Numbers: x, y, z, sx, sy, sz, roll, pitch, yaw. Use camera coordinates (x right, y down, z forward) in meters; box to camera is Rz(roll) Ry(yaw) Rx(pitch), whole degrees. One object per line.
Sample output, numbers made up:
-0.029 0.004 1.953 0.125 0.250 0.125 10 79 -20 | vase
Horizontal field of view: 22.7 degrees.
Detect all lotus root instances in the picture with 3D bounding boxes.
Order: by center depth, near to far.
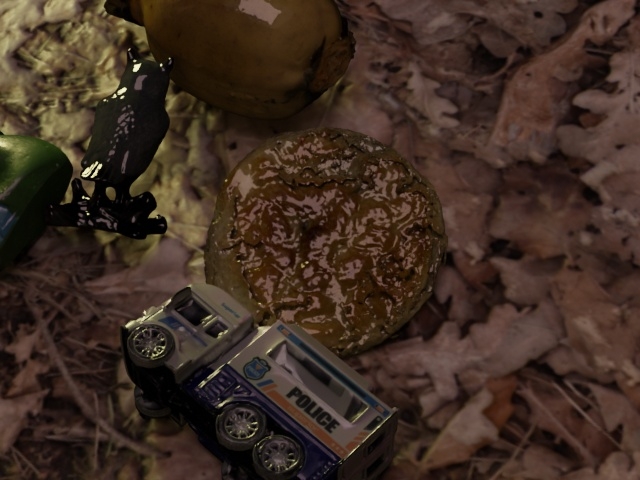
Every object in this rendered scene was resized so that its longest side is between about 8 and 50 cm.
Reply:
-0.114 -0.245 1.794 0.310 0.183 0.183 24 63 25 | lotus root

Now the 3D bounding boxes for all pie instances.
0.000 0.000 1.699 0.274 0.055 0.274 -2 63 5 | pie

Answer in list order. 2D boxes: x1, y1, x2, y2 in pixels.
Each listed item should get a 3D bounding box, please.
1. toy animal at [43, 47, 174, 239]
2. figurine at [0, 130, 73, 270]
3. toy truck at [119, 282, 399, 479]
-0.224 -0.111 1.720 0.121 0.117 0.210 8 87 18 | toy animal
-0.408 -0.074 1.760 0.234 0.127 0.185 29 72 11 | figurine
-0.064 0.152 1.569 0.268 0.124 0.155 38 62 24 | toy truck
